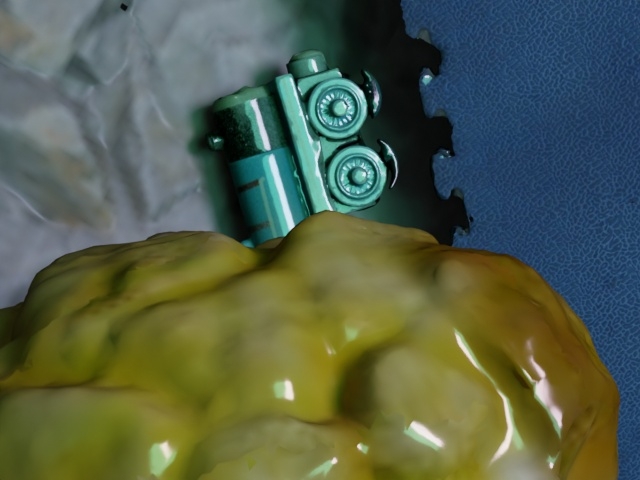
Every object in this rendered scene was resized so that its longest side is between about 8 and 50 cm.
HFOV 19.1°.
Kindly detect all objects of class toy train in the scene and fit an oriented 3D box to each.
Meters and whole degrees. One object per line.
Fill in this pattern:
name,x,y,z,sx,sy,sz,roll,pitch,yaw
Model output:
toy train,0.000,0.000,0.471,0.045,0.029,0.092,-17,91,-14

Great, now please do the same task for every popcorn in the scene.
popcorn,-0.006,0.082,0.380,0.170,0.180,0.180,3,85,-25

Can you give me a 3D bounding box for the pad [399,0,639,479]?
pad,0.166,0.001,0.469,0.269,0.012,0.270,-10,105,4
